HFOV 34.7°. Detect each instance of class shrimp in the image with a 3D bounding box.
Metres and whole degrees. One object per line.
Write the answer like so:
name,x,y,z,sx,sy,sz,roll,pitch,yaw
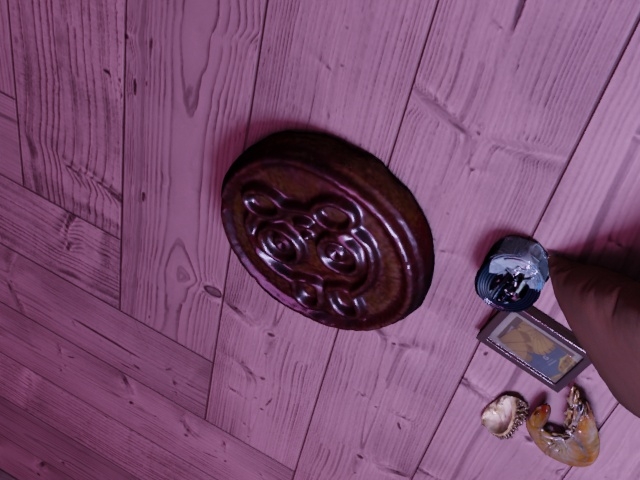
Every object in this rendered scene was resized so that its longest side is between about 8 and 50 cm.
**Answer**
shrimp,0.423,0.323,1.785,0.133,0.053,0.236,23,148,29

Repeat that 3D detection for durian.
durian,0.332,0.324,1.853,0.066,0.052,0.130,39,142,1

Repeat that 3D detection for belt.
belt,0.301,0.056,1.603,0.105,0.058,0.140,26,140,8

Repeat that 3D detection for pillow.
pillow,0.478,0.168,1.480,0.308,0.108,0.305,55,171,-20

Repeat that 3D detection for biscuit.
biscuit,0.000,0.000,1.750,0.407,0.091,0.407,20,139,19

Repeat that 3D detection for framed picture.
framed picture,0.359,0.173,1.704,0.168,0.023,0.128,34,141,3
